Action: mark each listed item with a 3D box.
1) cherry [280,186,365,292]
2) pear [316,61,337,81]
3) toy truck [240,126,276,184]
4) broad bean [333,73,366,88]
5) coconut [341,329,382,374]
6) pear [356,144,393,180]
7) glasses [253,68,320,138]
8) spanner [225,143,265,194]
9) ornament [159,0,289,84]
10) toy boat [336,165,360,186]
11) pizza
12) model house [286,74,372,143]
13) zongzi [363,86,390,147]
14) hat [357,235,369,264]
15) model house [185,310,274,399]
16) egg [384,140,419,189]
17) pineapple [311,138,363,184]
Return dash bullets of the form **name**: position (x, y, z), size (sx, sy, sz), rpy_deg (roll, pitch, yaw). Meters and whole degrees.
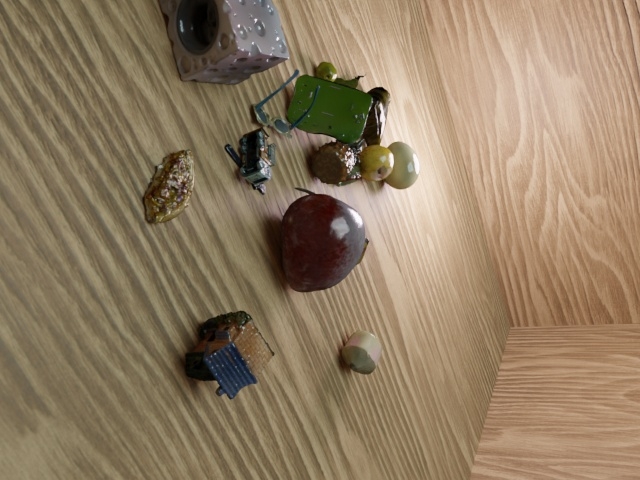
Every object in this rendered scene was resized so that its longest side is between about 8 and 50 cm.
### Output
- **cherry**: position (0.005, 0.000, 1.541), size (0.326, 0.292, 0.334), rpy_deg (-35, 129, -63)
- **pear**: position (0.024, -0.706, 1.900), size (0.092, 0.092, 0.097), rpy_deg (55, 26, -31)
- **toy truck**: position (-0.197, -0.261, 1.463), size (0.115, 0.080, 0.177), rpy_deg (40, 41, -53)
- **broad bean**: position (0.113, -0.703, 2.045), size (0.325, 0.067, 0.075), rpy_deg (-42, 146, -53)
- **coconut**: position (0.157, 0.439, 1.748), size (0.147, 0.147, 0.152), rpy_deg (64, 35, -21)
- **pear**: position (0.242, -0.351, 2.051), size (0.178, 0.178, 0.177), rpy_deg (18, 67, -52)
- **glasses**: position (-0.117, -0.483, 1.563), size (0.190, 0.220, 0.088), rpy_deg (16, 30, -51)
- **spanner**: position (-0.241, -0.229, 1.464), size (0.208, 0.012, 0.046), rpy_deg (53, 42, -31)
- **ornament**: position (-0.275, -0.615, 1.315), size (0.240, 0.239, 0.239), rpy_deg (-23, 101, -55)
- **toy boat**: position (0.125, -0.281, 1.946), size (0.089, 0.071, 0.185), rpy_deg (38, 34, 16)
- **pizza**: position (-0.387, -0.145, 1.196), size (0.127, 0.058, 0.246), rpy_deg (53, 41, -32)
- **model house**: position (0.030, -0.495, 1.750), size (0.154, 0.294, 0.206), rpy_deg (-97, -156, -83)
- **zongzi**: position (0.272, -0.579, 2.193), size (0.286, 0.134, 0.288), rpy_deg (-56, 140, -50)
- **hat**: position (0.171, 0.004, 1.926), size (0.193, 0.082, 0.192), rpy_deg (21, 64, -51)
- **model house**: position (-0.255, 0.302, 1.161), size (0.166, 0.183, 0.172), rpy_deg (61, 38, -24)
- **egg**: position (0.394, -0.375, 2.241), size (0.189, 0.189, 0.253), rpy_deg (16, 63, -52)
- **pineapple**: position (0.083, -0.351, 1.849), size (0.169, 0.169, 0.340), rpy_deg (65, 30, -20)
